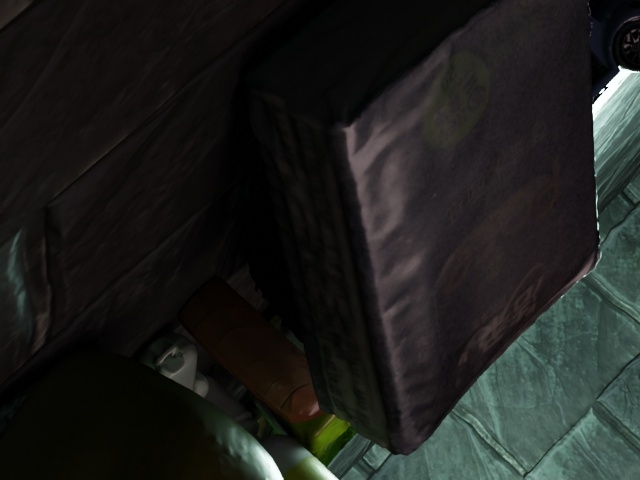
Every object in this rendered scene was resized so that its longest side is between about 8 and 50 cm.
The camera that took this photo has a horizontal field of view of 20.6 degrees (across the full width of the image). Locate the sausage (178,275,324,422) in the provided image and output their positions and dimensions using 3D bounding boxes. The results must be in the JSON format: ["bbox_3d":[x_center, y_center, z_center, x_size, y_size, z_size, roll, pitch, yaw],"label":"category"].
[{"bbox_3d":[-0.052,0.110,1.622,0.065,0.169,0.065,-45,166,-15],"label":"sausage"}]

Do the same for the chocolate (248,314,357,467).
[{"bbox_3d":[0.041,0.104,2.034,0.301,0.137,0.289,-50,170,-11],"label":"chocolate"}]

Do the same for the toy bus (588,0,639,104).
[{"bbox_3d":[0.203,-0.154,1.763,0.292,0.133,0.125,-45,-166,-5],"label":"toy bus"}]

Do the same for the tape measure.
[{"bbox_3d":[0.028,-0.010,1.636,0.202,0.135,0.223,-32,161,-24],"label":"tape measure"}]

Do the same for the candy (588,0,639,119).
[{"bbox_3d":[0.293,-0.216,1.980,0.155,0.116,0.265,-40,169,-48],"label":"candy"}]

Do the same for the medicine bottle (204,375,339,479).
[{"bbox_3d":[-0.047,0.339,1.885,0.213,0.378,0.213,-46,169,-12],"label":"medicine bottle"}]

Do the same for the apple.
[{"bbox_3d":[-0.169,0.304,1.429,0.311,0.320,0.360,-46,-165,47],"label":"apple"}]

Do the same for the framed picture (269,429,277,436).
[{"bbox_3d":[0.034,0.215,2.316,0.273,0.016,0.216,-29,165,-21],"label":"framed picture"}]

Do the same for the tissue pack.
[{"bbox_3d":[0.097,-0.049,1.425,0.288,0.124,0.394,-40,143,-25],"label":"tissue pack"}]

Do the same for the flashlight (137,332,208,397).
[{"bbox_3d":[-0.149,0.139,1.686,0.093,0.047,0.200,-45,166,-18],"label":"flashlight"}]

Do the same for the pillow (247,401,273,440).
[{"bbox_3d":[-0.050,0.214,2.303,0.212,0.052,0.208,-42,172,-29],"label":"pillow"}]
